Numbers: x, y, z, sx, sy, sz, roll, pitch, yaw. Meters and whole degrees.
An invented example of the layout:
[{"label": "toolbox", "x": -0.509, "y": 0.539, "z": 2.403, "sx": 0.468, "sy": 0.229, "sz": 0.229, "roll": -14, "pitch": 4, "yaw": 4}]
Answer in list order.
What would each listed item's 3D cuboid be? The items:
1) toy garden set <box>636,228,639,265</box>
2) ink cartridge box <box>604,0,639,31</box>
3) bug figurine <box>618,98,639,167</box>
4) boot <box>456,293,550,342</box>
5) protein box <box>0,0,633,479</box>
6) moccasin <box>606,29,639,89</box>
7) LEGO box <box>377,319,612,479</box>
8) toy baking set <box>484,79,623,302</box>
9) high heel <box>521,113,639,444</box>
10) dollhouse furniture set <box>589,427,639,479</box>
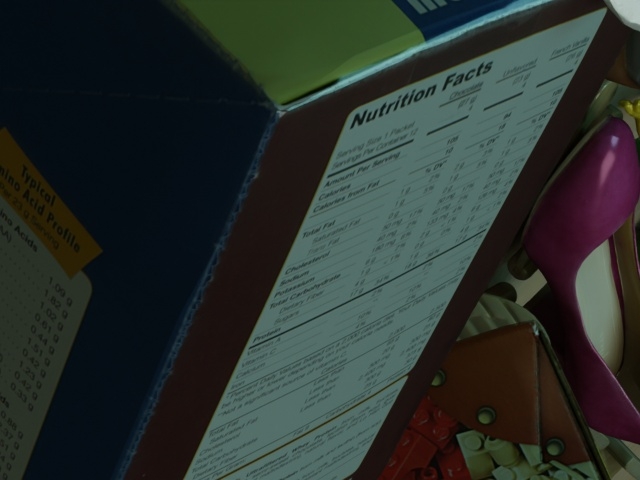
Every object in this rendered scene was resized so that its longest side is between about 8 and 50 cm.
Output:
[{"label": "toy garden set", "x": 0.323, "y": -0.034, "z": 1.278, "sx": 0.204, "sy": 0.049, "sz": 0.244, "roll": -10, "pitch": -175, "yaw": 42}, {"label": "ink cartridge box", "x": 0.067, "y": -0.201, "z": 0.283, "sx": 0.207, "sy": 0.119, "sz": 0.353, "roll": -43, "pitch": 122, "yaw": -5}, {"label": "bug figurine", "x": 0.295, "y": -0.051, "z": 1.099, "sx": 0.279, "sy": 0.216, "sz": 0.072, "roll": -10, "pitch": 101, "yaw": -63}, {"label": "boot", "x": -0.006, "y": 0.118, "z": 1.009, "sx": 0.248, "sy": 0.090, "sz": 0.207, "roll": -22, "pitch": 161, "yaw": -12}, {"label": "protein box", "x": -0.060, "y": -0.041, "z": 0.482, "sx": 0.136, "sy": 0.200, "sz": 0.201, "roll": -25, "pitch": 151, "yaw": -42}, {"label": "moccasin", "x": 0.226, "y": -0.185, "z": 0.842, "sx": 0.380, "sy": 0.147, "sz": 0.139, "roll": -31, "pitch": 141, "yaw": -22}, {"label": "LEGO box", "x": -0.049, "y": 0.277, "z": 0.938, "sx": 0.372, "sy": 0.193, "sz": 0.500, "roll": -17, "pitch": 153, "yaw": -9}, {"label": "toy baking set", "x": 0.086, "y": -0.003, "z": 1.052, "sx": 0.256, "sy": 0.030, "sz": 0.197, "roll": -29, "pitch": 149, "yaw": -48}, {"label": "high heel", "x": 0.173, "y": 0.031, "z": 1.079, "sx": 0.082, "sy": 0.117, "sz": 0.244, "roll": -40, "pitch": 156, "yaw": -31}, {"label": "dollhouse furniture set", "x": 0.122, "y": 0.197, "z": 1.391, "sx": 0.212, "sy": 0.161, "sz": 0.242, "roll": -46, "pitch": 136, "yaw": 5}]
